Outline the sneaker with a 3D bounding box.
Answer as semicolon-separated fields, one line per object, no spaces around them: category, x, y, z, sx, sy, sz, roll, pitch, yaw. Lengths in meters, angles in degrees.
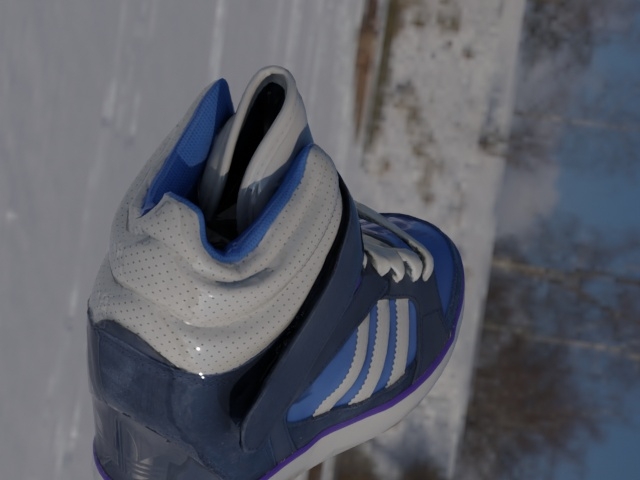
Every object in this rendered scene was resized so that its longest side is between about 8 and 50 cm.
sneaker;-0.001;0.000;0.877;0.323;0.130;0.236;-35;146;-44
